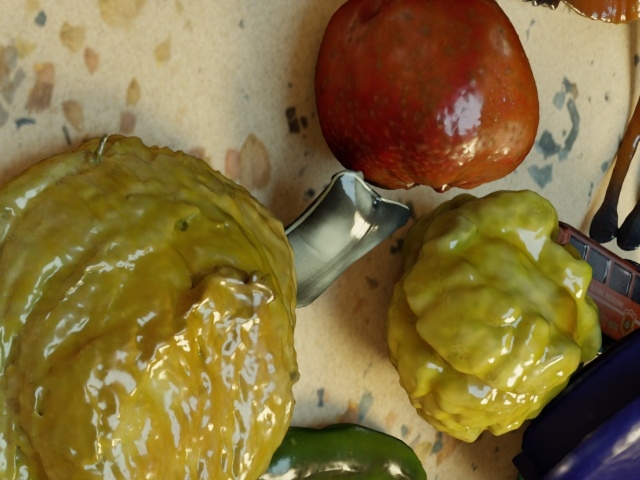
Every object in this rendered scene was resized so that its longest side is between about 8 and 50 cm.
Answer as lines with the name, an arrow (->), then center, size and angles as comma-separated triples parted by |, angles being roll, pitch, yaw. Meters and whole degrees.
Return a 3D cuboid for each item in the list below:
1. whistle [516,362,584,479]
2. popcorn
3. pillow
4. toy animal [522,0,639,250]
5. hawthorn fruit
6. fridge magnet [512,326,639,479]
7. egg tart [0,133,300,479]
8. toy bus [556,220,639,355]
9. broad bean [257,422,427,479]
whistle -> 0.210, 0.197, 1.860 | 0.039, 0.039, 0.186 | 16, 87, -46
popcorn -> 0.130, 0.059, 1.658 | 0.226, 0.200, 0.203 | -5, 62, -47
pillow -> 0.001, 0.002, 1.564 | 0.135, 0.055, 0.091 | -42, 163, 15
toy animal -> 0.337, -0.188, 1.839 | 0.302, 0.225, 0.284 | -55, 152, -36
hawthorn fruit -> 0.082, -0.138, 1.564 | 0.179, 0.179, 0.200 | 1, 82, -45
fridge magnet -> 0.282, 0.156, 1.756 | 0.265, 0.113, 0.265 | -35, 165, -11
egg tart -> -0.133, 0.092, 1.414 | 0.351, 0.153, 0.339 | -14, 107, -42
toy bus -> 0.261, 0.054, 1.852 | 0.235, 0.073, 0.096 | 25, 81, -47
broad bean -> 0.015, 0.185, 1.654 | 0.254, 0.046, 0.065 | 10, 105, -47
